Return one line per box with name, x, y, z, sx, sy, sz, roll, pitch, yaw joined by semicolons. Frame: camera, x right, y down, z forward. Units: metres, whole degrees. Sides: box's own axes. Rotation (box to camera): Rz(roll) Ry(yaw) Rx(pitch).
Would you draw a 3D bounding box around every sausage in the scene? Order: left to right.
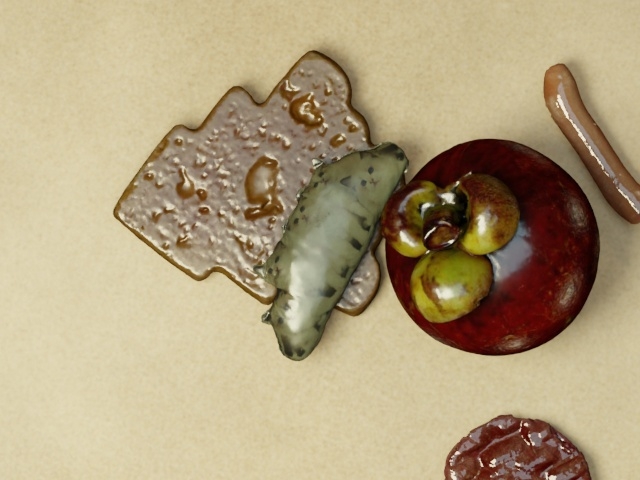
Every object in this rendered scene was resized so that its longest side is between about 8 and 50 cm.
sausage;0.281;-0.097;1.962;0.043;0.043;0.186;-31;83;-4

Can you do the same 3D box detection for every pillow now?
pillow;0.000;-0.001;1.903;0.093;0.051;0.241;28;85;-4

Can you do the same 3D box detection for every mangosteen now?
mangosteen;0.153;0.008;1.841;0.215;0.257;0.215;0;91;26

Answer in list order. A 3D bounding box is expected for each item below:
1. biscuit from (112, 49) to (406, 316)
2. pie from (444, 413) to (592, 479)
biscuit;-0.063;-0.054;1.955;0.301;0.043;0.278;-4;85;-2
pie;0.199;0.248;1.915;0.153;0.038;0.154;0;79;1
